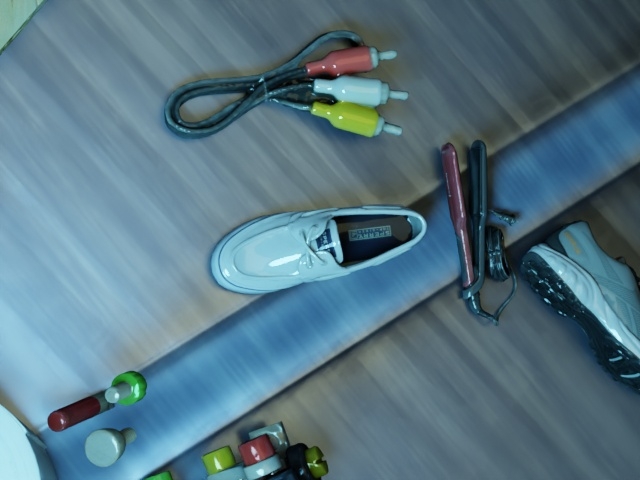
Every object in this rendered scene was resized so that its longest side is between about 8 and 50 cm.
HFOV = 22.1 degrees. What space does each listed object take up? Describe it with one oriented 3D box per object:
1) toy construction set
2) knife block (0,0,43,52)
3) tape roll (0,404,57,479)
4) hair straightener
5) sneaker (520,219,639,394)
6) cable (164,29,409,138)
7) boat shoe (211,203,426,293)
[{"bbox_3d":[-0.136,0.267,1.832,0.309,0.237,0.257,43,105,8],"label":"toy construction set"},{"bbox_3d":[-0.397,-0.348,1.832,0.242,0.088,0.275,40,76,-9],"label":"knife block"},{"bbox_3d":[-0.402,0.275,1.705,0.246,0.169,0.246,0,77,-1],"label":"tape roll"},{"bbox_3d":[0.207,-0.011,2.003,0.089,0.047,0.230,-9,88,-17],"label":"hair straightener"},{"bbox_3d":[0.372,0.090,2.019,0.108,0.100,0.271,-43,98,-20],"label":"sneaker"},{"bbox_3d":[-0.041,-0.188,1.932,0.287,0.072,0.139,-1,80,-16],"label":"cable"},{"bbox_3d":[0.000,0.000,1.921,0.258,0.084,0.095,-17,91,-17],"label":"boat shoe"}]
